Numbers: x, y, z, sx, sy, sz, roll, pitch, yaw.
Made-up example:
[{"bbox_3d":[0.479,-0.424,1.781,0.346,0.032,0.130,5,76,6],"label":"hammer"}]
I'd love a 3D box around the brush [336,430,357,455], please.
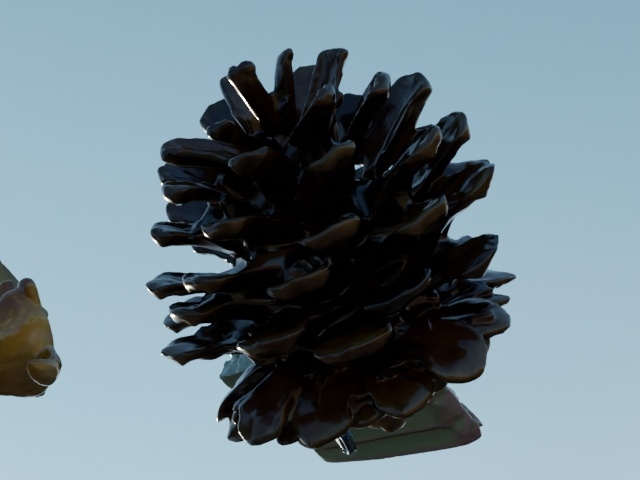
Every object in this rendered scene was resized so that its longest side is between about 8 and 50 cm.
[{"bbox_3d":[-0.015,0.111,1.297,0.014,0.164,0.051,-31,-47,-12],"label":"brush"}]

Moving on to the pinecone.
[{"bbox_3d":[0.007,-0.003,1.083,0.264,0.264,0.264,-27,-26,-14],"label":"pinecone"}]

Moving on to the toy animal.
[{"bbox_3d":[-0.141,0.045,0.609,0.083,0.081,0.060,-12,-63,-26],"label":"toy animal"}]

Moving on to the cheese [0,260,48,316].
[{"bbox_3d":[-0.288,0.096,1.209,0.126,0.093,0.171,-32,-19,-40],"label":"cheese"}]

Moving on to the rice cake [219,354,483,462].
[{"bbox_3d":[0.026,0.136,1.478,0.198,0.037,0.189,-11,-44,41],"label":"rice cake"}]
